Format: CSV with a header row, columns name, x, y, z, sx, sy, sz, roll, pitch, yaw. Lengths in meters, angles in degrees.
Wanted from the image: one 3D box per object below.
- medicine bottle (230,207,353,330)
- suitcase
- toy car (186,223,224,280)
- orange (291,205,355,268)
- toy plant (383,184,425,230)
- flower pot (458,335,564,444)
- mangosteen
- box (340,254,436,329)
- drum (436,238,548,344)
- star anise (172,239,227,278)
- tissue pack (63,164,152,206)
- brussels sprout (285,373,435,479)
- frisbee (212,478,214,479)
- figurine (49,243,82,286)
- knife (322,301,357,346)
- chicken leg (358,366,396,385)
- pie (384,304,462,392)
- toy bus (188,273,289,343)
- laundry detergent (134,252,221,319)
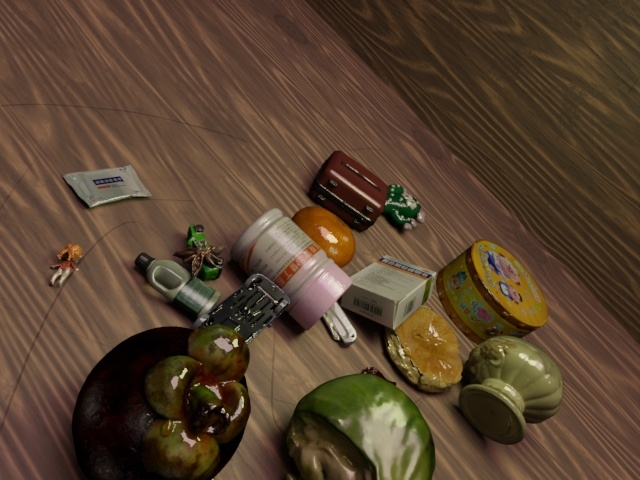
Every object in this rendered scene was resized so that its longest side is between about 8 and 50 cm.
name,x,y,z,sx,sy,sz,roll,pitch,yaw
medicine bottle,-0.082,0.080,1.280,0.316,0.202,0.202,43,37,5
suitcase,0.119,-0.201,1.777,0.297,0.161,0.236,33,36,-9
toy car,-0.329,0.033,1.227,0.062,0.071,0.165,-22,68,-35
orange,0.000,0.000,1.456,0.240,0.171,0.240,36,24,-18
toy plant,0.361,-0.153,1.985,0.243,0.113,0.233,-27,71,-45
flower pot,0.593,0.481,1.427,0.244,0.307,0.307,-34,78,-38
mangosteen,-0.274,0.299,0.810,0.330,0.330,0.330,24,40,-22
box,0.232,0.163,1.489,0.200,0.107,0.299,20,25,31
drum,0.701,0.222,1.829,0.431,0.214,0.431,23,42,-23
star anise,-0.300,0.040,1.161,0.129,0.056,0.124,-28,52,-33
tissue pack,-0.579,-0.150,1.220,0.123,0.026,0.193,51,38,13
brussels sprout,0.106,0.487,0.986,0.314,0.276,0.371,2,52,-36
frisbee,-0.252,0.485,0.889,0.187,0.012,0.211,6,50,-37
figurine,-0.576,0.054,1.007,0.064,0.047,0.109,9,49,-3
knife,0.023,0.210,1.382,0.073,0.041,0.266,-19,66,-31
chicken leg,0.144,0.411,1.284,0.205,0.053,0.093,-7,81,-37
pie,0.350,0.350,1.497,0.339,0.083,0.340,26,40,-24
toy bus,-0.207,0.209,1.106,0.125,0.133,0.292,40,39,7
laundry detergent,-0.364,0.107,1.117,0.225,0.070,0.099,37,38,-7
